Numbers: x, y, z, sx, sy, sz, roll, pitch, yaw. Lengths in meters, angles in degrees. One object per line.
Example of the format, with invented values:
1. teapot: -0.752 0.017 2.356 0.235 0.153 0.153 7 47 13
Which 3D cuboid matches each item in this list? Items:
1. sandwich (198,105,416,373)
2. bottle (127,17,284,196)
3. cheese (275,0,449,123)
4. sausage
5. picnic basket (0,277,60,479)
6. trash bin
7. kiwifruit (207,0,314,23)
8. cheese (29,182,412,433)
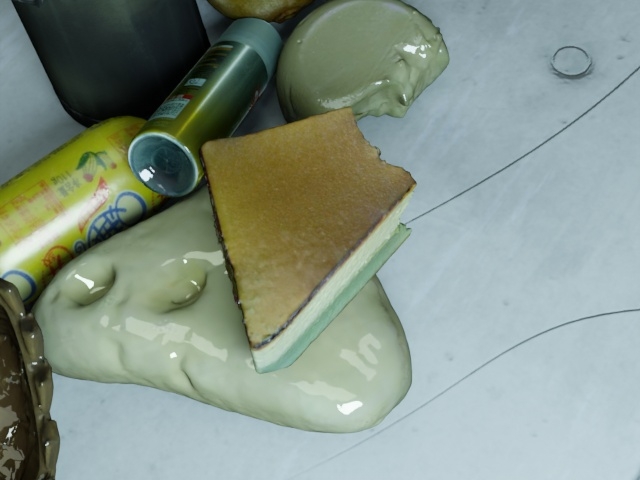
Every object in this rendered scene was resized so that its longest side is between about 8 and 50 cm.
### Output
1. sandwich: 0.000 0.000 0.956 0.186 0.108 0.220 -14 59 -5
2. bottle: -0.119 -0.157 1.161 0.082 0.082 0.286 11 38 12
3. cheese: 0.033 -0.194 1.220 0.175 0.091 0.202 35 71 23
4. sausage: -0.293 -0.023 1.138 0.347 0.123 0.123 -38 63 -15
5. picnic basket: -0.376 0.155 0.901 0.291 0.321 0.254 -13 73 -14
6. trash bin: -0.248 -0.289 1.184 0.203 0.301 0.252 14 63 14
7. kiwifruit: -0.082 -0.376 1.277 0.196 0.196 0.234 -18 82 -4
8. cheese: -0.089 0.095 1.039 0.351 0.129 0.328 -32 60 -14
